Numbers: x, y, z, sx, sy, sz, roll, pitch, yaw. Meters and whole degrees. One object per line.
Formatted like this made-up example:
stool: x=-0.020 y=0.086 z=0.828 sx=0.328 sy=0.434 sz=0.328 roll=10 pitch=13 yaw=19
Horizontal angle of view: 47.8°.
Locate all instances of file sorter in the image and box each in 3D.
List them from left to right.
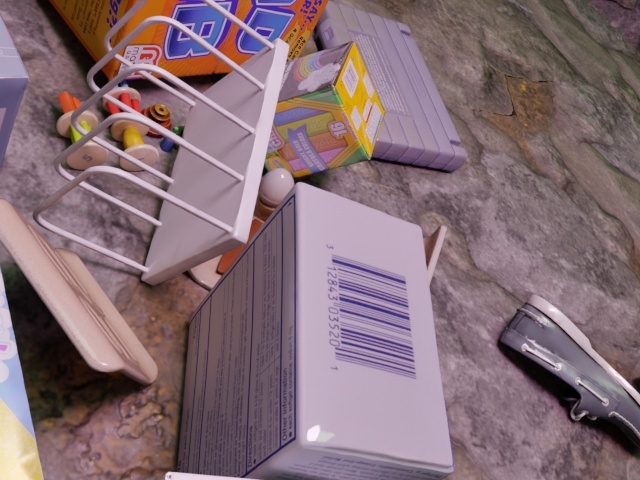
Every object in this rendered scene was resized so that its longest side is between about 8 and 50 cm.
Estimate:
file sorter: x=-0.180 y=-0.126 z=0.828 sx=0.173 sy=0.192 sz=0.278 roll=30 pitch=55 yaw=-33

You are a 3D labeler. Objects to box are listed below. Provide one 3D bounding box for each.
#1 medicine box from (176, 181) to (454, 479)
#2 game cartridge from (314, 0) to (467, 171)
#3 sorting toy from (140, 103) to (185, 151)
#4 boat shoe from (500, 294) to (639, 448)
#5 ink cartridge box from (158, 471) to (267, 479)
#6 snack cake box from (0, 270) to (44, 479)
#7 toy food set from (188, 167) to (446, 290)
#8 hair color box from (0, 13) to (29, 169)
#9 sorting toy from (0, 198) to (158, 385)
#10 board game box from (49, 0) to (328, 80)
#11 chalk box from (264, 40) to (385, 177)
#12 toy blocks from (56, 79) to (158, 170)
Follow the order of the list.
medicine box: x=-0.025 y=0.141 z=0.722 sx=0.149 sy=0.289 sz=0.264 roll=18 pitch=48 yaw=-24
game cartridge: x=0.121 y=-0.291 z=1.354 sx=0.230 sy=0.068 sz=0.355 roll=2 pitch=56 yaw=-31
sorting toy: x=-0.205 y=-0.158 z=1.014 sx=0.102 sy=0.042 sz=0.061 roll=23 pitch=46 yaw=-20
boat shoe: x=0.413 y=0.230 z=1.145 sx=0.099 sy=0.116 sz=0.319 roll=-44 pitch=95 yaw=-5
ink cartridge box: x=-0.090 y=0.283 z=0.598 sx=0.172 sy=0.237 sz=0.100 roll=15 pitch=49 yaw=-27
snack cake box: x=-0.311 y=0.146 z=0.608 sx=0.089 sy=0.152 sz=0.264 roll=-4 pitch=60 yaw=-36
toy food set: x=0.000 y=0.000 z=0.949 sx=0.306 sy=0.092 sz=0.220 roll=20 pitch=43 yaw=6
hair color box: x=-0.457 y=-0.257 z=0.800 sx=0.113 sy=0.185 sz=0.374 roll=-13 pitch=66 yaw=-42
sorting toy: x=-0.245 y=0.065 z=0.722 sx=0.038 sy=0.208 sz=0.193 roll=-37 pitch=80 yaw=-9
board game box: x=-0.188 y=-0.489 z=1.029 sx=0.356 sy=0.356 sz=0.356 roll=-18 pitch=61 yaw=-45
chalk box: x=-0.033 y=-0.182 z=1.070 sx=0.132 sy=0.213 sz=0.132 roll=59 pitch=35 yaw=-34
toy blocks: x=-0.289 y=-0.166 z=0.949 sx=0.123 sy=0.054 sz=0.148 roll=-2 pitch=58 yaw=-38
